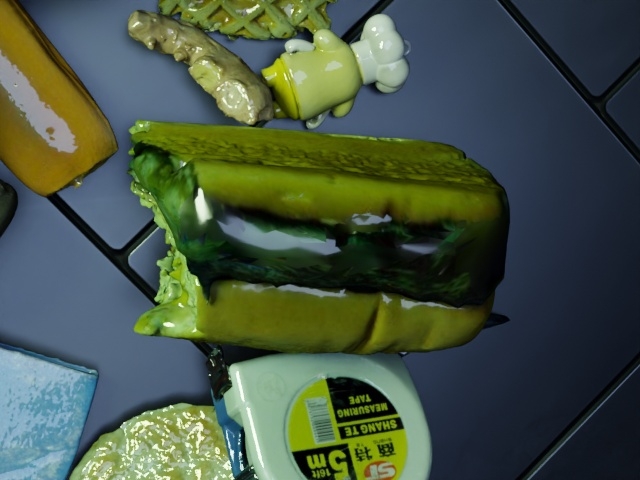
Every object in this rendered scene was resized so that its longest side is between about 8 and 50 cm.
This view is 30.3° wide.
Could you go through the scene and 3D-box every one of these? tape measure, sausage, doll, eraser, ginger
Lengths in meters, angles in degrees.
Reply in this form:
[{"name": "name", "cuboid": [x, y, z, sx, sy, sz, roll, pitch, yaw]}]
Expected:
[{"name": "tape measure", "cuboid": [0.066, 0.193, 1.230, 0.351, 0.098, 0.215, -7, 69, -25]}, {"name": "sausage", "cuboid": [-0.329, -0.189, 1.153, 0.112, 0.112, 0.328, -38, 98, -6]}, {"name": "doll", "cuboid": [0.021, -0.178, 1.238, 0.163, 0.062, 0.106, -20, 127, -7]}, {"name": "eraser", "cuboid": [-0.390, 0.156, 1.184, 0.312, 0.043, 0.144, 19, 89, -16]}, {"name": "ginger", "cuboid": [-0.116, -0.177, 1.198, 0.173, 0.069, 0.051, 33, 127, 7]}]

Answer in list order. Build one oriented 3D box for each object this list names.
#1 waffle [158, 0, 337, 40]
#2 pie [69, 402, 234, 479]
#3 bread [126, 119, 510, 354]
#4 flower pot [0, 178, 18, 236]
[{"name": "waffle", "cuboid": [-0.074, -0.310, 1.214, 0.214, 0.054, 0.207, 3, 95, -7]}, {"name": "pie", "cuboid": [-0.140, 0.300, 1.226, 0.275, 0.105, 0.257, -24, 87, -11]}, {"name": "bread", "cuboid": [0.000, 0.000, 1.163, 0.377, 0.251, 0.208, 1, 116, -10]}, {"name": "flower pot", "cuboid": [-0.428, -0.081, 1.061, 0.267, 0.266, 0.267, -36, 119, -7]}]
